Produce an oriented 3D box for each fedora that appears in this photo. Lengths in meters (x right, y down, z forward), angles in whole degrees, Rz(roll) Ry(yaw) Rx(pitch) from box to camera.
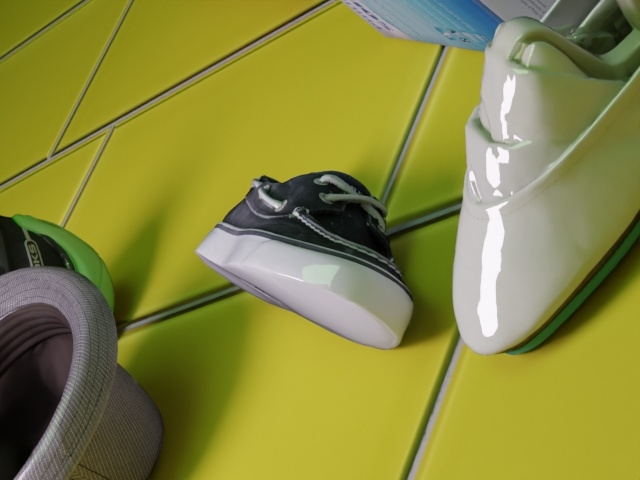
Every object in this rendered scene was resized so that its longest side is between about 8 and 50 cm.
[{"bbox_3d":[-0.216,0.152,1.410,0.275,0.124,0.244,13,71,57],"label":"fedora"}]

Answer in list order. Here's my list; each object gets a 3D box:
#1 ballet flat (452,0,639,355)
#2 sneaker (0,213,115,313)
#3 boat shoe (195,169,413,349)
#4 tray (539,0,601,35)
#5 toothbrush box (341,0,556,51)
[{"bbox_3d":[0.174,-0.121,1.028,0.400,0.139,0.139,-52,23,6],"label":"ballet flat"},{"bbox_3d":[-0.385,0.176,1.604,0.483,0.202,0.185,-57,22,-7],"label":"sneaker"},{"bbox_3d":[0.000,0.000,1.243,0.102,0.108,0.301,-58,16,-5],"label":"boat shoe"},{"bbox_3d":[0.205,-0.186,1.131,0.270,0.030,0.145,-51,-9,8],"label":"tray"},{"bbox_3d":[0.059,-0.250,1.322,0.126,0.216,0.295,-56,22,-5],"label":"toothbrush box"}]
